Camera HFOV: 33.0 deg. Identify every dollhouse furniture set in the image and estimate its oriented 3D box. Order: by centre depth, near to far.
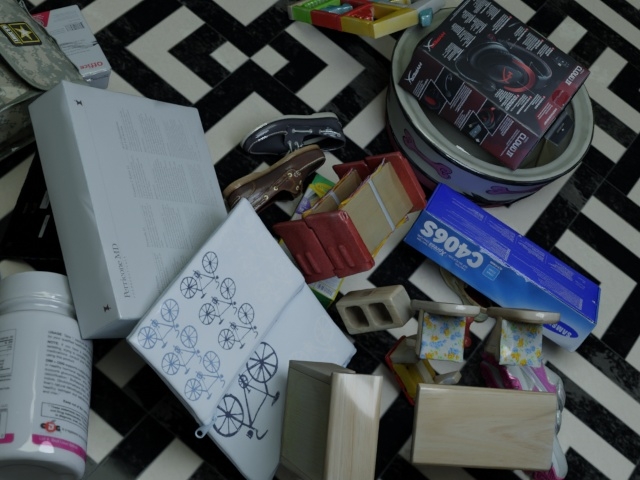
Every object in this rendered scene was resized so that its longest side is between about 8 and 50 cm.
[{"bbox_3d":[0.166,0.269,1.539,0.394,0.256,0.362,6,88,-14],"label":"dollhouse furniture set"},{"bbox_3d":[0.109,0.067,1.773,0.201,0.152,0.374,-44,113,-42],"label":"dollhouse furniture set"}]

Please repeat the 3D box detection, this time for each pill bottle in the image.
[{"bbox_3d":[-0.405,0.197,1.523,0.160,0.160,0.283,7,58,-16],"label":"pill bottle"}]

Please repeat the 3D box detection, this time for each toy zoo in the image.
[{"bbox_3d":[0.101,-0.446,2.069,0.192,0.030,0.293,-30,35,-31],"label":"toy zoo"}]

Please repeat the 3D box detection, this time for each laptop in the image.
[{"bbox_3d":[-0.352,-0.029,1.771,0.264,0.136,0.234,2,55,12],"label":"laptop"}]

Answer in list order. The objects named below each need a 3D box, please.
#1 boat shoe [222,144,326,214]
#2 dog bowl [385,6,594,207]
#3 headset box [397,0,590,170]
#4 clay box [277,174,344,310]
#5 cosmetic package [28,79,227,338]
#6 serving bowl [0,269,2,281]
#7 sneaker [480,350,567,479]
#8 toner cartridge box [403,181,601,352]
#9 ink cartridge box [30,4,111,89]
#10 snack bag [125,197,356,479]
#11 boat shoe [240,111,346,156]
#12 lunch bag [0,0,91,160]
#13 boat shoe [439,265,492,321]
[{"bbox_3d":[-0.069,-0.096,1.877,0.207,0.073,0.073,-31,70,-24],"label":"boat shoe"},{"bbox_3d":[0.303,-0.241,2.049,0.408,0.150,0.408,8,58,-14],"label":"dog bowl"},{"bbox_3d":[0.322,-0.280,1.921,0.293,0.110,0.218,37,55,5],"label":"headset box"},{"bbox_3d":[0.000,0.000,1.852,0.127,0.053,0.222,30,53,-4],"label":"clay box"},{"bbox_3d":[-0.270,-0.041,1.652,0.284,0.097,0.377,7,61,-54],"label":"cosmetic package"},{"bbox_3d":[-0.528,0.062,1.643,0.083,0.027,0.083,9,58,-15],"label":"serving bowl"},{"bbox_3d":[0.361,0.276,1.782,0.111,0.103,0.252,-6,63,-21],"label":"sneaker"},{"bbox_3d":[0.321,0.043,1.887,0.348,0.075,0.165,34,27,3],"label":"toner cartridge box"},{"bbox_3d":[-0.447,-0.326,1.887,0.109,0.063,0.150,-20,69,-28],"label":"ink cartridge box"},{"bbox_3d":[-0.101,0.159,1.614,0.342,0.037,0.323,55,48,-23],"label":"snack bag"},{"bbox_3d":[-0.044,-0.181,1.935,0.206,0.075,0.065,-14,62,-31],"label":"boat shoe"},{"bbox_3d":[-0.544,-0.263,1.734,0.287,0.169,0.235,-38,78,-24],"label":"lunch bag"},{"bbox_3d":[0.260,0.077,1.902,0.050,0.045,0.135,-25,71,-30],"label":"boat shoe"}]
